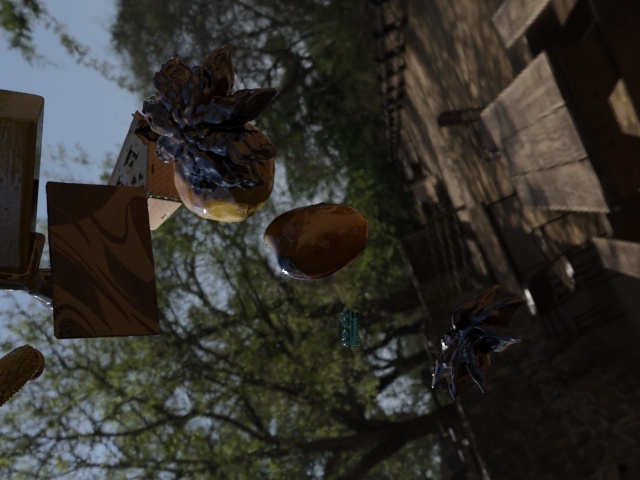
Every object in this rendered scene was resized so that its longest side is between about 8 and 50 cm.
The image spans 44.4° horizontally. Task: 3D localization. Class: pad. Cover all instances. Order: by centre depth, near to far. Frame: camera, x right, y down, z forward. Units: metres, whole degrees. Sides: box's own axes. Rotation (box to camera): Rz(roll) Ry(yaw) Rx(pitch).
[{"bbox_3d":[-0.444,0.037,1.605,0.004,0.220,0.330,-30,65,52],"label":"pad"}]

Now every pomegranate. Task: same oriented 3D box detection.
[{"bbox_3d":[-0.252,-0.188,2.078,0.281,0.281,0.281,-24,-90,-84],"label":"pomegranate"}]

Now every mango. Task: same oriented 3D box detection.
[{"bbox_3d":[0.000,0.000,2.070,0.152,0.287,0.201,22,130,62],"label":"mango"}]

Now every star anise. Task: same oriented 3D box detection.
[{"bbox_3d":[-0.176,-0.174,1.188,0.109,0.236,0.223,-35,-62,-57],"label":"star anise"},{"bbox_3d":[0.292,0.188,1.553,0.102,0.272,0.272,36,-166,-13],"label":"star anise"}]

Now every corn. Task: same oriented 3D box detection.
[{"bbox_3d":[-0.734,0.341,1.691,0.320,0.097,0.097,-48,-61,-48],"label":"corn"}]

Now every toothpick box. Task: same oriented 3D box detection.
[{"bbox_3d":[-0.572,-0.095,1.354,0.190,0.187,0.308,-110,31,-60],"label":"toothpick box"}]

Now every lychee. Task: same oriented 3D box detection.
[{"bbox_3d":[-0.850,0.349,2.234,0.140,0.114,0.101,46,165,24],"label":"lychee"}]

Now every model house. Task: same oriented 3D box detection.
[{"bbox_3d":[-0.494,-0.185,2.314,0.169,0.326,0.244,13,-162,-43],"label":"model house"}]

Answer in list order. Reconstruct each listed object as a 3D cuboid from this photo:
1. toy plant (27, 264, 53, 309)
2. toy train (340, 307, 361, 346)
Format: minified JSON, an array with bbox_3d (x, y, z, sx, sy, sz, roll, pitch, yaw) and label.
[{"bbox_3d":[-0.681,0.121,2.044,0.200,0.105,0.143,33,-140,-64],"label":"toy plant"},{"bbox_3d":[0.068,0.196,1.770,0.029,0.045,0.092,-82,-9,-77],"label":"toy train"}]
